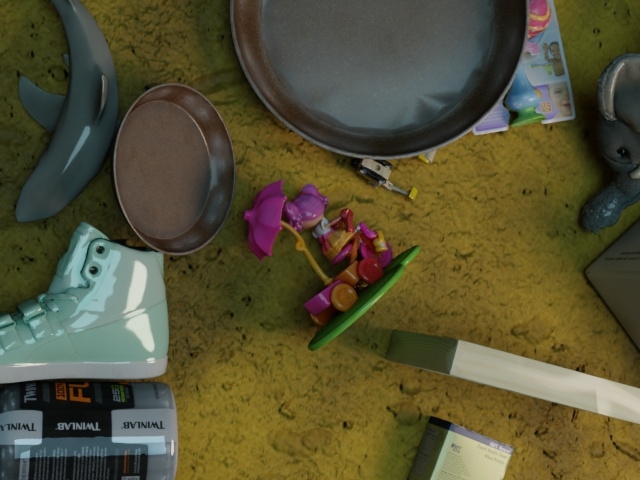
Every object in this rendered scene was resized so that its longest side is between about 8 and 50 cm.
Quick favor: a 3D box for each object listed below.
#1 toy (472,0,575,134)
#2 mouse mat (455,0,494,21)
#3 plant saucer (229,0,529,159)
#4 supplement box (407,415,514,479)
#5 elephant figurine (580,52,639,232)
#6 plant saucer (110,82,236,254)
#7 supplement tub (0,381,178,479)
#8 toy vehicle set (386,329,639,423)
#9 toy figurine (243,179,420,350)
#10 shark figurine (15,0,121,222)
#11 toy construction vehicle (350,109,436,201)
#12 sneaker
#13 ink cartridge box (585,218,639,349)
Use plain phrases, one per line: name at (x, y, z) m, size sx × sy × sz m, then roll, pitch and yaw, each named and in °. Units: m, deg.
toy at (0.218, -0.246, 1.146) m, size 0.137 × 0.056 × 0.237 m, roll -11°, pitch 92°, yaw -18°
mouse mat at (0.173, -0.347, 1.132) m, size 0.153 × 0.007 × 0.189 m, roll 38°, pitch 76°, yaw 9°
plant saucer at (0.061, -0.235, 1.069) m, size 0.311 × 0.050 × 0.310 m, roll 0°, pitch 85°, yaw -3°
supplement box at (0.152, 0.247, 1.112) m, size 0.083 × 0.056 × 0.083 m, roll 23°, pitch 82°, yaw -16°
elephant figurine at (0.378, -0.149, 1.141) m, size 0.169 × 0.239 × 0.186 m, roll 48°, pitch 32°, yaw -47°
plant saucer at (-0.149, -0.070, 1.003) m, size 0.168 × 0.029 × 0.168 m, roll -2°, pitch 93°, yaw -54°
supplement tub at (-0.236, 0.191, 0.960) m, size 0.190 × 0.117 × 0.117 m, roll 3°, pitch 88°, yaw -18°
toy vehicle set at (0.223, 0.147, 1.080) m, size 0.267 × 0.166 × 0.035 m, roll 16°, pitch 84°, yaw -16°
toy figurine at (0.000, 0.000, 1.054) m, size 0.159 × 0.130 × 0.173 m, roll 49°, pitch 54°, yaw -1°
shark figurine at (-0.235, -0.169, 0.974) m, size 0.166 × 0.116 × 0.278 m, roll -13°, pitch 94°, yaw -19°
toy construction vehicle at (0.074, -0.098, 1.112) m, size 0.098 × 0.035 × 0.085 m, roll 27°, pitch 70°, yaw -18°
sneaker at (-0.269, 0.054, 0.964) m, size 0.256 × 0.094 × 0.151 m, roll 1°, pitch 94°, yaw -27°
ink cartridge box at (0.557, 0.021, 1.188) m, size 0.395 × 0.166 × 0.285 m, roll -40°, pitch 101°, yaw -14°
